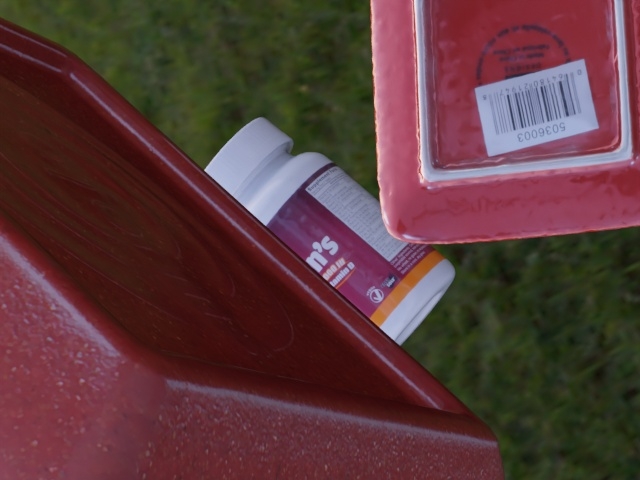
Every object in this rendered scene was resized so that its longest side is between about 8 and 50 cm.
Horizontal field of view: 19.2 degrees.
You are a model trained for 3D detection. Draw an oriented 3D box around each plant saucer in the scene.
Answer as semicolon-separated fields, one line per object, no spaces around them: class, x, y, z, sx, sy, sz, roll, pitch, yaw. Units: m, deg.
plant saucer;-0.071;-0.002;0.495;0.258;0.259;0.048;42;99;25

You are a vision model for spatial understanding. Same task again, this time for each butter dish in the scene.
butter dish;0.115;-0.073;0.949;0.160;0.118;0.160;-6;78;19

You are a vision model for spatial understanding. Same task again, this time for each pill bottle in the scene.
pill bottle;0.000;0.000;1.655;0.221;0.121;0.121;40;133;8
